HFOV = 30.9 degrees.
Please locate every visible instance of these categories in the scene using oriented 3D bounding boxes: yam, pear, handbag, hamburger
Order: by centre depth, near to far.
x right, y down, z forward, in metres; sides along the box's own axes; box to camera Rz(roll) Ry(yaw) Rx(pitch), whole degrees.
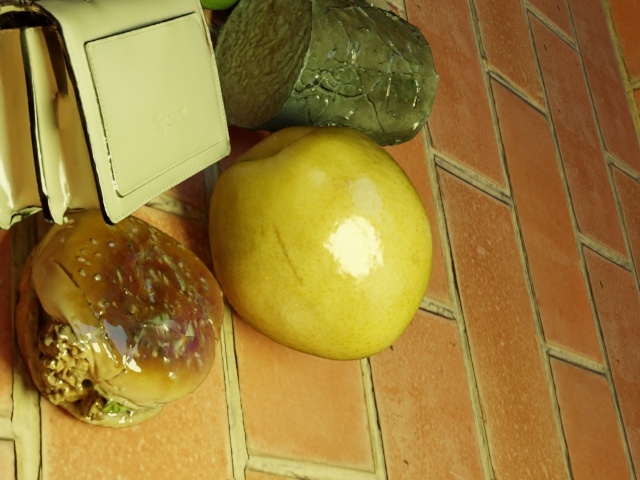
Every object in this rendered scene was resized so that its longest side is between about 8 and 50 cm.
[{"bbox_3d":[-0.227,0.081,1.282,0.286,0.146,0.243,-17,78,-57],"label":"hamburger"},{"bbox_3d":[-0.244,-0.169,1.304,0.358,0.160,0.237,-45,132,-67],"label":"handbag"},{"bbox_3d":[0.000,0.000,1.527,0.314,0.314,0.314,35,44,-42],"label":"pear"},{"bbox_3d":[0.013,-0.259,1.748,0.348,0.241,0.241,6,66,-49],"label":"yam"}]

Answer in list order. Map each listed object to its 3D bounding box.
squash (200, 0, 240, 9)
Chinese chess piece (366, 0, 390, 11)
[{"bbox_3d":[-0.113,-0.410,1.788,0.395,0.107,0.107,-22,89,-56],"label":"squash"},{"bbox_3d":[0.089,-0.413,2.155,0.122,0.051,0.122,32,48,-44],"label":"Chinese chess piece"}]
